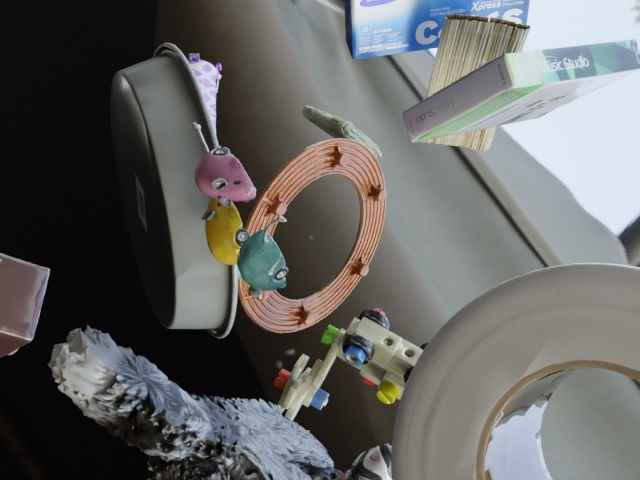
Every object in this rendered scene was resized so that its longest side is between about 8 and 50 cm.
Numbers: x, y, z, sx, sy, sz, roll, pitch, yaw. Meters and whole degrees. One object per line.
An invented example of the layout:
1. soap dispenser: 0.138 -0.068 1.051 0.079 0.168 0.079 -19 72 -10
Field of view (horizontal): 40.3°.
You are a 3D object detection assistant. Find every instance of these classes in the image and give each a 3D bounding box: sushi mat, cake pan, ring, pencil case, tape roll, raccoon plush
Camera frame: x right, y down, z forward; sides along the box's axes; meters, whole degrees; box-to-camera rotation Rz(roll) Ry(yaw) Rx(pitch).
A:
1. sushi mat: 0.278 -0.286 1.625 0.151 0.317 0.019 7 -127 1
2. cake pan: -0.151 -0.042 0.855 0.293 0.054 0.293 168 -90 -70
3. ring: 0.000 0.000 1.400 0.032 0.336 0.337 27 -88 37
4. pencil case: -0.205 -0.197 1.443 0.086 0.088 0.206 149 -59 -74
5. tape roll: 0.187 0.139 0.562 0.246 0.169 0.246 -3 -97 26
6. raccoon plush: -0.169 0.311 0.976 0.299 0.446 0.216 -48 -169 10

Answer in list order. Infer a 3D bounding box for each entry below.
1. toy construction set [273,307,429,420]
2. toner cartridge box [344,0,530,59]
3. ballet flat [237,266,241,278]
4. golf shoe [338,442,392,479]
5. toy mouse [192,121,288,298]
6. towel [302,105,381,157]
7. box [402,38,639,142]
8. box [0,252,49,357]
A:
1. toy construction set: 0.097 0.228 1.332 0.215 0.327 0.151 108 -1 -50
2. toner cartridge box: 0.221 -0.452 1.653 0.347 0.165 0.075 -9 -134 -4
3. ballet flat: -0.165 -0.038 1.160 0.072 0.068 0.213 -25 -83 38
4. golf shoe: 0.113 0.242 0.864 0.086 0.186 0.068 -54 -142 31
5. toy mouse: -0.062 -0.012 0.656 0.143 0.031 0.161 13 -54 67
6. towel: 0.039 -0.191 1.524 0.110 0.148 0.027 29 -88 33
7. box: 0.318 -0.236 1.370 0.232 0.321 0.059 -24 -96 53
8. box: -0.652 0.067 1.380 0.191 0.381 0.143 -25 -131 48
